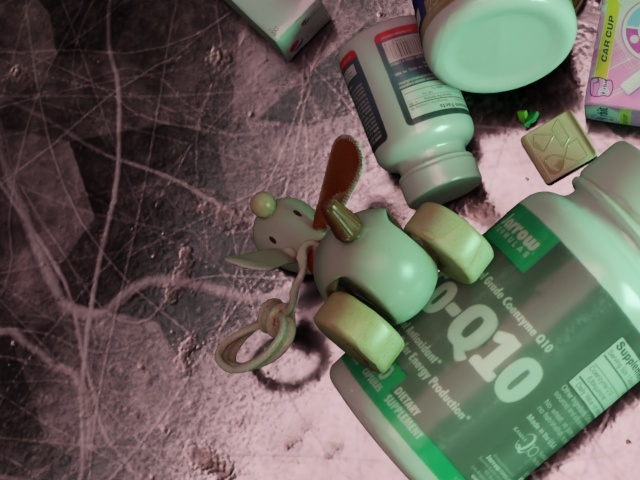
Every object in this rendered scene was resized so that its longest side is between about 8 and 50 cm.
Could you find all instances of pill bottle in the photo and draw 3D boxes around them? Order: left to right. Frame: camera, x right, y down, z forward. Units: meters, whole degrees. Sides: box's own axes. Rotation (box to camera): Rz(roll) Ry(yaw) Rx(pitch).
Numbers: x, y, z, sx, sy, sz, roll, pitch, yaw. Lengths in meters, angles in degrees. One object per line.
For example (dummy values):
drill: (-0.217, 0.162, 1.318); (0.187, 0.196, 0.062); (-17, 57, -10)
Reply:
pill bottle: (0.096, -0.128, 1.635); (0.108, 0.108, 0.180); (-21, 76, 6)
pill bottle: (0.158, -0.293, 1.608); (0.153, 0.153, 0.264); (-14, 57, 8)
pill bottle: (0.204, 0.084, 1.523); (0.361, 0.204, 0.204); (-41, 75, 0)

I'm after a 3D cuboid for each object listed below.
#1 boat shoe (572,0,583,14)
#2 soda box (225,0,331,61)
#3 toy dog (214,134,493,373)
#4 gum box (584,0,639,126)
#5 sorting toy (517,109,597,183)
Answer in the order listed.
boat shoe: (0.255, -0.295, 1.656); (0.068, 0.072, 0.190); (28, 85, 14)
soda box: (-0.090, -0.295, 1.720); (0.069, 0.074, 0.216); (-46, 75, 0)
toy dog: (0.000, 0.000, 1.506); (0.334, 0.161, 0.220); (-5, 44, 48)
gum box: (0.338, -0.213, 1.629); (0.107, 0.062, 0.188); (10, 81, 12)
sorting toy: (0.240, -0.108, 1.653); (0.062, 0.012, 0.083); (-31, 78, 8)
